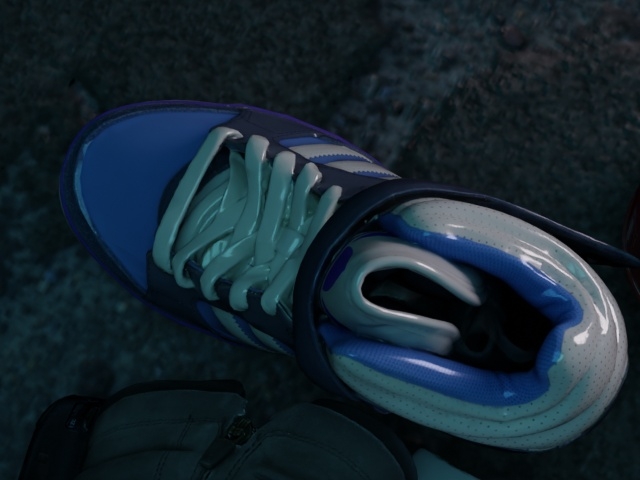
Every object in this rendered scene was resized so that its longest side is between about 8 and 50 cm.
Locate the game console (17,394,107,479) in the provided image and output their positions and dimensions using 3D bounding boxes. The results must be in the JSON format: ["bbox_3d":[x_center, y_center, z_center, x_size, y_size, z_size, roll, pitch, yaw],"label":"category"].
[{"bbox_3d":[-0.126,0.256,0.906,0.213,0.044,0.361,20,67,-10],"label":"game console"}]

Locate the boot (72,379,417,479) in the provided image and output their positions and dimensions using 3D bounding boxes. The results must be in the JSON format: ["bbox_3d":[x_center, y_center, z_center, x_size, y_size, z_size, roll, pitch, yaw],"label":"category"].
[{"bbox_3d":[-0.137,0.157,0.854,0.338,0.118,0.222,8,40,16],"label":"boot"}]

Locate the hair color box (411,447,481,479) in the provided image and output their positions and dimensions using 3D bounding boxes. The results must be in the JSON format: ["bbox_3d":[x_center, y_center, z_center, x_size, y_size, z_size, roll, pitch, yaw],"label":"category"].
[{"bbox_3d":[0.008,0.264,0.812,0.339,0.110,0.185,-41,41,-23],"label":"hair color box"}]

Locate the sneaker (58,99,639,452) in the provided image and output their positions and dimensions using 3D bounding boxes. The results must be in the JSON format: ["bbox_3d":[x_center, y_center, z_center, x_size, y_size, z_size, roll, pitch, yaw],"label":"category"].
[{"bbox_3d":[0.000,0.001,0.884,0.323,0.236,0.130,26,85,8],"label":"sneaker"}]

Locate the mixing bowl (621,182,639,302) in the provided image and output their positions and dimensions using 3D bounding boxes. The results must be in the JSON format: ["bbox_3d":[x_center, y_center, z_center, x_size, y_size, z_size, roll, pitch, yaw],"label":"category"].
[{"bbox_3d":[0.240,-0.030,0.897,0.181,0.098,0.181,-5,49,5],"label":"mixing bowl"}]
